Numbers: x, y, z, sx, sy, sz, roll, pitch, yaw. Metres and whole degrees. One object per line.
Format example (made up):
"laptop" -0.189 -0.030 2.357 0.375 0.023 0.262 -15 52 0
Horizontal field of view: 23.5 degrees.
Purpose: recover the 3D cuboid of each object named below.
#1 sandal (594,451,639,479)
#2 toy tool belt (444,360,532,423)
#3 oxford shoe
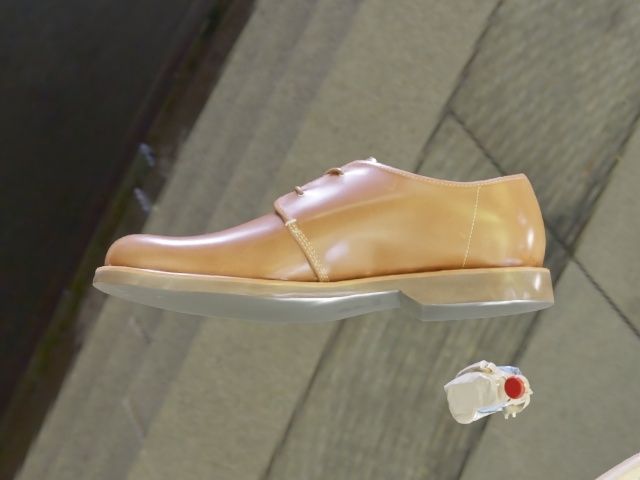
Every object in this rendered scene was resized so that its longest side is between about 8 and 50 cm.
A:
"sandal" 0.084 0.177 0.567 0.240 0.088 0.079 -39 22 -1
"toy tool belt" 0.149 0.125 1.287 0.083 0.051 0.052 -18 83 40
"oxford shoe" 0.000 0.000 0.719 0.076 0.212 0.076 121 146 -79
